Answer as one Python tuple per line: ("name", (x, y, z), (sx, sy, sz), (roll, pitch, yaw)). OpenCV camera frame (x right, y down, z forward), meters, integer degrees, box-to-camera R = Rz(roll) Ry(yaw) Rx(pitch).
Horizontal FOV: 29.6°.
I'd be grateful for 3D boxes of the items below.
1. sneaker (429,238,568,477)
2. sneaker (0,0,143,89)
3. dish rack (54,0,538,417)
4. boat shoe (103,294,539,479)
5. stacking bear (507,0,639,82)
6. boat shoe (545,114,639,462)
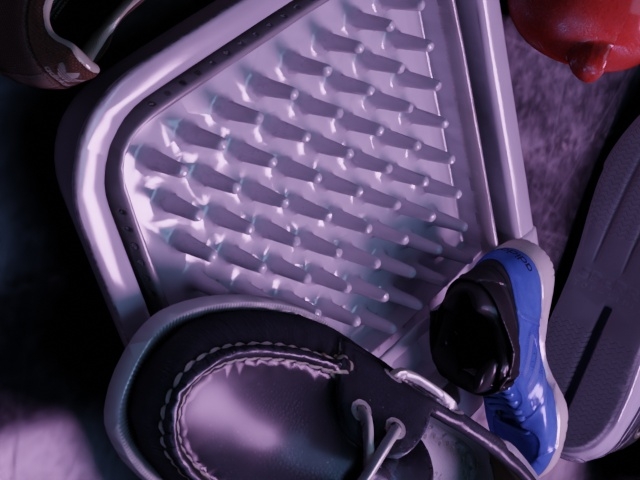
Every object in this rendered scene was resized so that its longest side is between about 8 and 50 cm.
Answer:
("sneaker", (0.101, 0.082, 0.706), (0.085, 0.058, 0.152), (-25, 119, -45))
("sneaker", (-0.073, -0.144, 0.518), (0.066, 0.071, 0.188), (36, 80, -49))
("dish rack", (0.000, 0.000, 0.663), (0.285, 0.072, 0.332), (-38, 132, -29))
("boat shoe", (0.023, 0.109, 0.612), (0.302, 0.091, 0.114), (24, 89, -49))
("stacking bear", (0.200, -0.238, 0.714), (0.164, 0.175, 0.289), (9, 112, -22))
("boat shoe", (0.263, 0.015, 0.939), (0.119, 0.121, 0.335), (15, 106, -58))
